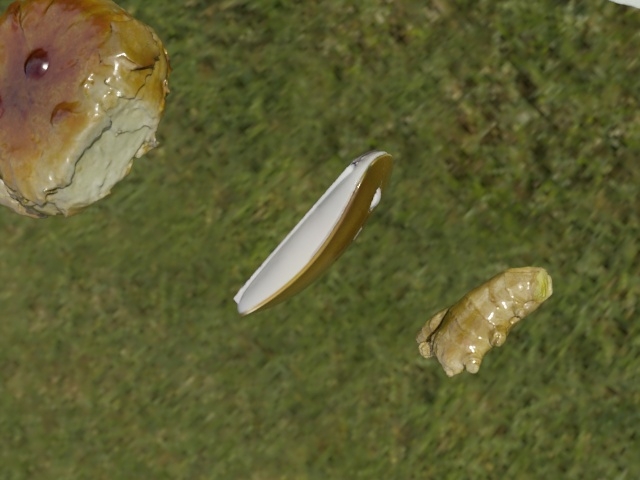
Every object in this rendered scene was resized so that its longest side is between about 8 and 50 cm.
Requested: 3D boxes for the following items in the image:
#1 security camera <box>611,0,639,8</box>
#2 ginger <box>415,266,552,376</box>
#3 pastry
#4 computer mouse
[{"bbox_3d":[0.319,-0.361,1.442,0.195,0.194,0.236,25,119,21],"label":"security camera"},{"bbox_3d":[0.207,0.107,1.905,0.205,0.115,0.081,-35,96,24],"label":"ginger"},{"bbox_3d":[-0.233,-0.129,1.341,0.229,0.100,0.218,-22,63,22],"label":"pastry"},{"bbox_3d":[0.000,0.000,1.637,0.056,0.126,0.245,44,109,8],"label":"computer mouse"}]
